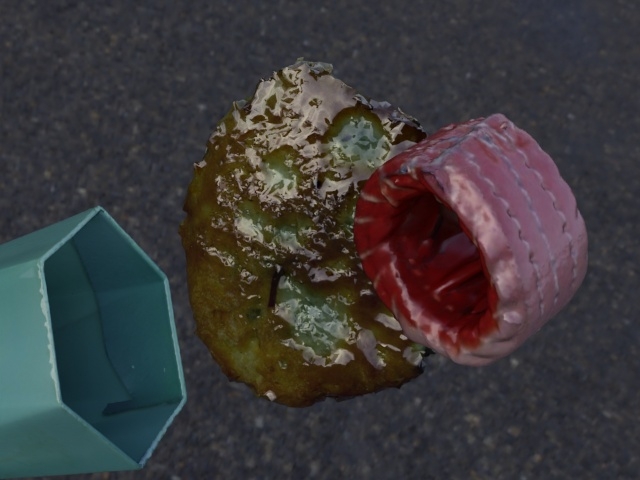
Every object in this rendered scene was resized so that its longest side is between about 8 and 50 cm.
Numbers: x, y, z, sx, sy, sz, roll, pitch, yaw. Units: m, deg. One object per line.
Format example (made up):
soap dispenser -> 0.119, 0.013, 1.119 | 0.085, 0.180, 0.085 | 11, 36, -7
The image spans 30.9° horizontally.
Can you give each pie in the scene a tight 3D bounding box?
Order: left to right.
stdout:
pie -> 0.000, 0.000, 1.173 | 0.289, 0.354, 0.103 | 15, 15, 5

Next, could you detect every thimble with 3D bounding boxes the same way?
thimble -> 0.124, 0.002, 0.968 | 0.125, 0.163, 0.189 | -32, 104, -39

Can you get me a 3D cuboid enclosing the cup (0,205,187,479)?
cup -> -0.213, 0.080, 0.685 | 0.236, 0.148, 0.134 | -15, 45, 23
